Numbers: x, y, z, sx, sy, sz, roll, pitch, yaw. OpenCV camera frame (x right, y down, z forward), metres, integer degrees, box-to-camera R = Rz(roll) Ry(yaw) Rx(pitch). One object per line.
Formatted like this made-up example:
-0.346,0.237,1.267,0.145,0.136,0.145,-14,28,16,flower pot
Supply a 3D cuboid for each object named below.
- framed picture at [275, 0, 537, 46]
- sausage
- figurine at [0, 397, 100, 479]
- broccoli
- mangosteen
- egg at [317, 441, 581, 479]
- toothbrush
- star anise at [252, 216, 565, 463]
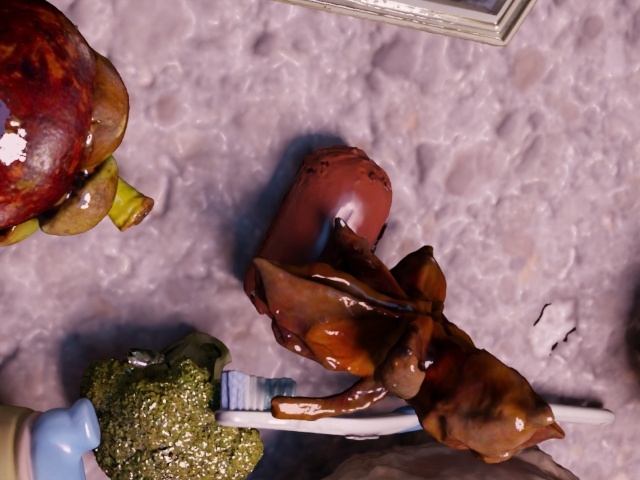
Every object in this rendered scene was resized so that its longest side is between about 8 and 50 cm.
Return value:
0.083,-0.236,0.594,0.232,0.019,0.296,6,143,-19,framed picture
0.000,0.000,0.698,0.076,0.076,0.141,27,93,-22,sausage
-0.248,0.113,0.588,0.262,0.154,0.180,7,133,-9,figurine
-0.101,0.119,0.676,0.131,0.130,0.120,35,53,-9,broccoli
-0.180,-0.074,0.594,0.181,0.156,0.146,5,75,-48,mangosteen
0.077,0.275,0.693,0.310,0.279,0.279,-20,110,-33,egg
0.090,0.130,0.728,0.386,0.040,0.040,11,99,-35,toothbrush
0.061,0.073,0.633,0.212,0.196,0.111,29,113,13,star anise
